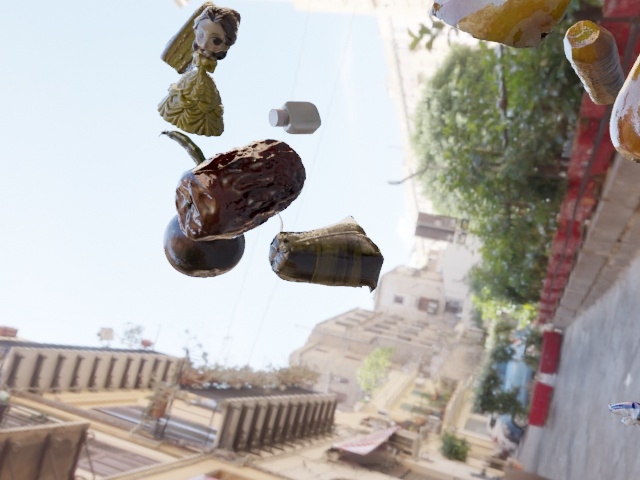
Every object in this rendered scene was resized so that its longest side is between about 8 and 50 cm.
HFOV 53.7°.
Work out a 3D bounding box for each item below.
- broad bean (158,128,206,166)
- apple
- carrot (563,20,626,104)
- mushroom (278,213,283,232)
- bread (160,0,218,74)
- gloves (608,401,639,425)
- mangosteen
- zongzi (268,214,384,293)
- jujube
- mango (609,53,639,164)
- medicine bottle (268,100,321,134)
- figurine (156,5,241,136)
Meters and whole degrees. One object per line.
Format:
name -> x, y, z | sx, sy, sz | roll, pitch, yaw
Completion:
broad bean -> -0.391, -0.264, 1.905 | 0.069, 0.227, 0.039 | -49, -10, 17
apple -> 0.305, -0.430, 1.081 | 0.346, 0.254, 0.179 | -96, -19, -63
carrot -> 0.696, -0.445, 1.589 | 0.302, 0.114, 0.114 | 23, -102, -52
mushroom -> -0.142, -0.054, 2.271 | 0.026, 0.028, 0.286 | 56, -178, -30
bread -> -0.384, -0.617, 1.927 | 0.234, 0.110, 0.184 | -46, 15, 6
gloves -> 0.417, 0.231, 0.838 | 0.026, 0.064, 0.086 | -64, -18, -13
mangosteen -> -0.409, -0.011, 2.219 | 0.300, 0.301, 0.300 | 11, -90, -71
zongzi -> 0.000, 0.000, 1.623 | 0.288, 0.286, 0.134 | -105, 28, -53
jujube -> -0.220, -0.141, 1.717 | 0.377, 0.258, 0.258 | -36, -40, -26
mango -> 0.467, -0.201, 0.842 | 0.151, 0.120, 0.221 | -46, -30, -42
medicine bottle -> -0.092, -0.438, 2.258 | 0.183, 0.069, 0.119 | -7, -107, -36
figurine -> -0.301, -0.451, 1.642 | 0.168, 0.187, 0.315 | -15, -42, -45
